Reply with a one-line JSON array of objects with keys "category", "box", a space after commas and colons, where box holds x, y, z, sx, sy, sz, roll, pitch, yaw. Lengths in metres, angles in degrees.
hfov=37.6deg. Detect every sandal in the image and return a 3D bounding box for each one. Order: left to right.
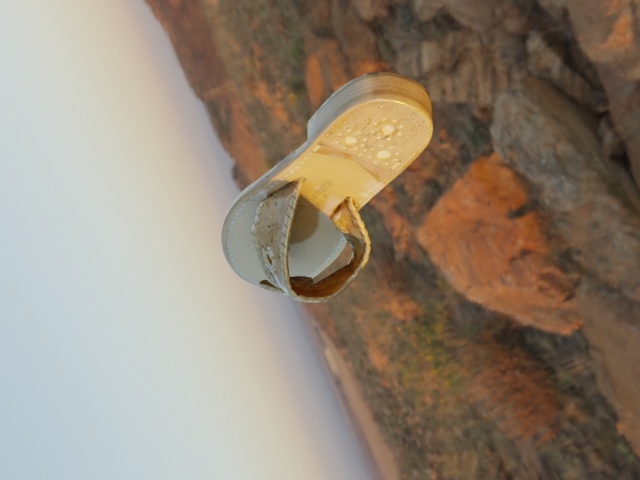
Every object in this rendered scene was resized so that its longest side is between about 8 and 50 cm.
[{"category": "sandal", "box": [-0.006, -0.002, 0.595, 0.240, 0.088, 0.079, 129, 151, -49]}]
